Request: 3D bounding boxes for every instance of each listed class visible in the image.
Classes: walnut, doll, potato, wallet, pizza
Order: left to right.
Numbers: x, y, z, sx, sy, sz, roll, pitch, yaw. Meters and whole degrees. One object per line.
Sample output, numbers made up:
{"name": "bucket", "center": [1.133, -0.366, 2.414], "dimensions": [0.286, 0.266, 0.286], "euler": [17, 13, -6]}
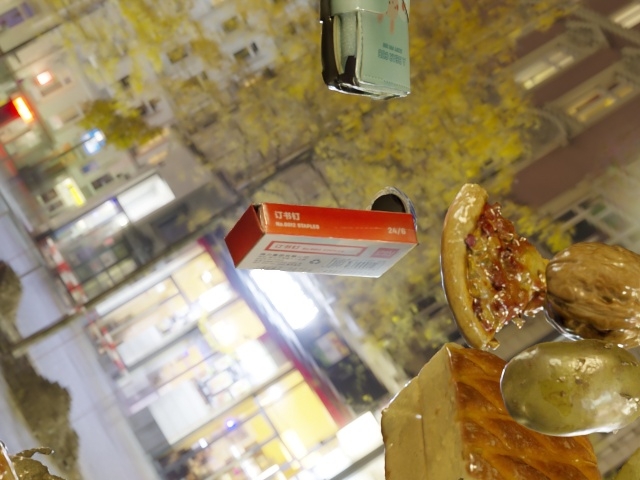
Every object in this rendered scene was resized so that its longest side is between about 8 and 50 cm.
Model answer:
{"name": "doll", "center": [-0.522, 0.407, 1.778], "dimensions": [0.286, 0.202, 0.091], "euler": [29, -54, 42]}
{"name": "wallet", "center": [0.066, -0.320, 1.375], "dimensions": [0.176, 0.075, 0.251], "euler": [-4, 94, -59]}
{"name": "pizza", "center": [0.308, 0.049, 1.723], "dimensions": [0.081, 0.228, 0.290], "euler": [-30, -124, 58]}
{"name": "potato", "center": [0.242, 0.139, 0.975], "dimensions": [0.070, 0.137, 0.092], "euler": [79, 7, -77]}
{"name": "walnut", "center": [0.423, 0.082, 1.519], "dimensions": [0.184, 0.155, 0.155], "euler": [17, -34, 29]}

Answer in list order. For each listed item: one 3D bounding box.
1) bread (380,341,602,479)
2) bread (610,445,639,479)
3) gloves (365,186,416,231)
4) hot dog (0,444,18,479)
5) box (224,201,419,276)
{"name": "bread", "center": [0.251, 0.335, 1.502], "dimensions": [0.279, 0.207, 0.279], "euler": [27, 32, -15]}
{"name": "bread", "center": [0.457, 0.344, 1.293], "dimensions": [0.185, 0.257, 0.124], "euler": [24, 10, -10]}
{"name": "gloves", "center": [0.124, -0.030, 1.811], "dimensions": [0.229, 0.097, 0.119], "euler": [113, -32, -82]}
{"name": "hot dog", "center": [-0.467, 0.366, 1.444], "dimensions": [0.076, 0.102, 0.249], "euler": [15, -47, 32]}
{"name": "box", "center": [0.000, 0.000, 1.350], "dimensions": [0.123, 0.229, 0.050], "euler": [132, -44, -56]}
